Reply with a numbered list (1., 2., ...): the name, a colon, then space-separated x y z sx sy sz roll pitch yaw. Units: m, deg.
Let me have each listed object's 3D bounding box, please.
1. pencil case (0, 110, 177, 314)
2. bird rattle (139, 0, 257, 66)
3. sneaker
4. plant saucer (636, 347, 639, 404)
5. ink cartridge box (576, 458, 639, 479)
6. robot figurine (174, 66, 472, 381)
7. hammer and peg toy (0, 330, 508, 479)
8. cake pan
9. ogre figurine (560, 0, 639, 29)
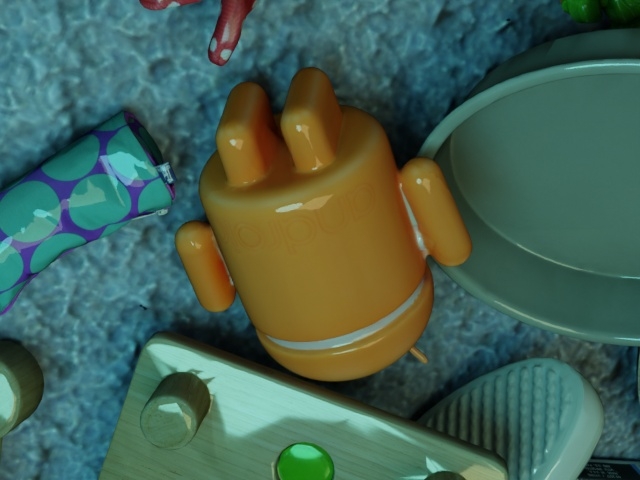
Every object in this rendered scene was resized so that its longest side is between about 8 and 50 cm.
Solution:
1. pencil case: -0.162 -0.014 0.892 0.152 0.064 0.070 -32 107 -4
2. bird rattle: 0.011 -0.199 0.803 0.253 0.207 0.143 -29 104 -18
3. sneaker: 0.107 0.246 1.104 0.150 0.135 0.366 25 112 -38
4. plant saucer: 0.381 0.059 1.161 0.311 0.050 0.310 -9 118 -17
5. ink cartridge box: 0.257 0.284 1.223 0.206 0.045 0.208 6 113 -26
6. robot figurine: -0.002 0.000 0.930 0.158 0.128 0.219 -32 122 -18
7. hammer and peg toy: -0.087 0.202 0.961 0.361 0.127 0.266 19 103 2
8. cake pan: 0.206 -0.032 0.953 0.293 0.054 0.293 8 143 6
9. ogre figurine: 0.220 -0.162 0.944 0.097 0.118 0.197 -42 122 3
